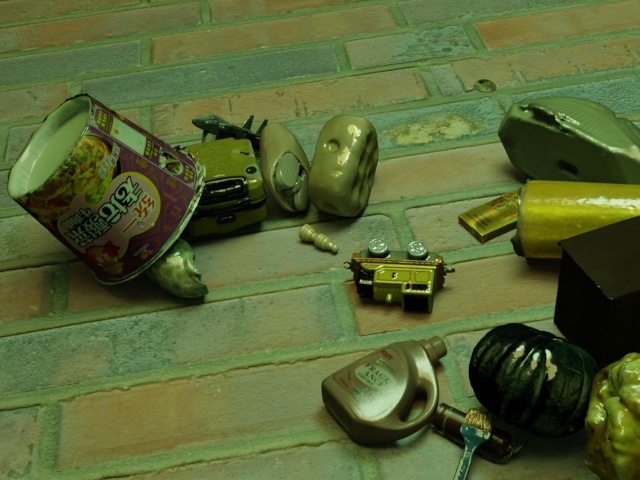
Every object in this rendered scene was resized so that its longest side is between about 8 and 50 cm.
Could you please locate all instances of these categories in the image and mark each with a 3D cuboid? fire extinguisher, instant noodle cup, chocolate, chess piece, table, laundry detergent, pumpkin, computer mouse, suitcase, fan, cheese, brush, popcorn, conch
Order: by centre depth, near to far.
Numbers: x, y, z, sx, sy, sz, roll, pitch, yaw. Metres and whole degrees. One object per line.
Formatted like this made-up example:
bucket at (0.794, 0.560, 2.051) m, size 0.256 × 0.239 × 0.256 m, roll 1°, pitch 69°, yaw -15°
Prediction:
popcorn at (0.532, 0.281, 1.452) m, size 0.247 × 0.282 × 0.282 m, roll 1°, pitch 39°, yaw 27°
brush at (0.235, 0.347, 1.559) m, size 0.051 × 0.014 × 0.164 m, roll 12°, pitch 63°, yaw 27°
pumpkin at (0.348, 0.227, 1.584) m, size 0.220 × 0.220 × 0.162 m, roll 30°, pitch 95°, yaw 35°
fire extinguisher at (0.261, 0.320, 1.605) m, size 0.158 × 0.043 × 0.064 m, roll 22°, pitch 77°, yaw 30°
laundry detergent at (0.138, 0.256, 1.673) m, size 0.237 × 0.076 × 0.171 m, roll -23°, pitch 44°, yaw -22°
table at (0.525, 0.096, 1.717) m, size 0.169 × 0.193 × 0.172 m, roll -17°, pitch 41°, yaw -12°
chocolate at (0.593, -0.025, 1.821) m, size 0.445 × 0.162 × 0.162 m, roll 3°, pitch 40°, yaw 27°
instant noodle cup at (-0.435, -0.119, 1.927) m, size 0.339 × 0.266 × 0.340 m, roll -29°, pitch 38°, yaw 26°
conch at (-0.292, 0.055, 1.933) m, size 0.106 × 0.116 × 0.173 m, roll -40°, pitch 62°, yaw -6°
computer mouse at (0.563, -0.177, 2.007) m, size 0.145 × 0.228 × 0.429 m, roll -36°, pitch 51°, yaw -25°
chess piece at (0.000, 0.000, 2.021) m, size 0.092 × 0.035 × 0.035 m, roll 29°, pitch 51°, yaw 30°
cheese at (0.051, -0.165, 2.077) m, size 0.117 × 0.218 × 0.235 m, roll 12°, pitch 22°, yaw 14°
suitcase at (-0.220, -0.115, 2.098) m, size 0.193 × 0.143 × 0.235 m, roll -11°, pitch 40°, yaw -7°
computer mouse at (-0.074, -0.167, 2.139) m, size 0.082 × 0.145 × 0.236 m, roll -25°, pitch 37°, yaw 13°
fan at (0.403, -0.391, 2.449) m, size 0.080 × 0.003 × 0.060 m, roll 0°, pitch 40°, yaw 7°

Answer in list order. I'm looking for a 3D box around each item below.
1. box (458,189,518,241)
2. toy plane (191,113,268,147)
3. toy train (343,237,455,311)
box at (0.377, -0.053, 2.042) m, size 0.156 × 0.022 × 0.089 m, roll -22°, pitch 43°, yaw -18°
toy plane at (-0.216, -0.245, 2.228) m, size 0.212 × 0.088 × 0.267 m, roll 19°, pitch 14°, yaw 27°
toy train at (0.149, 0.071, 1.878) m, size 0.219 × 0.089 × 0.127 m, roll 3°, pitch 51°, yaw 9°
